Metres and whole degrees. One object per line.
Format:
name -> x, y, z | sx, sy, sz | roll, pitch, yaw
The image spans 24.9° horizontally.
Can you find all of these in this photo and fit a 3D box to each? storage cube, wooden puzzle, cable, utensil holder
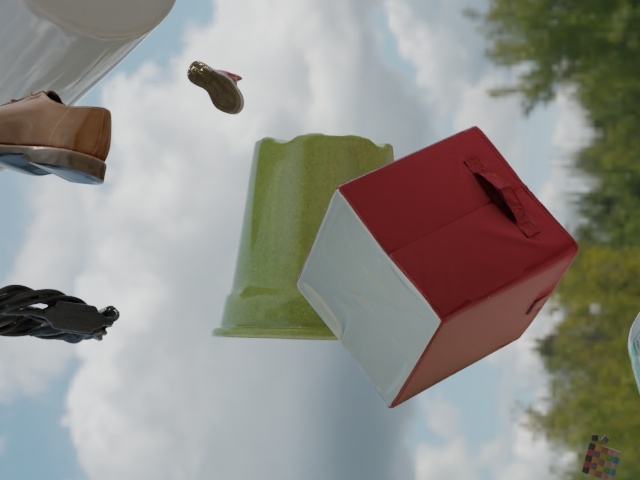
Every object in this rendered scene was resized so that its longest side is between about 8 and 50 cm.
storage cube -> 0.117, 0.030, 1.522 | 0.193, 0.184, 0.215 | -25, -24, -31
wooden puzzle -> 0.418, 0.328, 2.152 | 0.006, 0.049, 0.083 | -34, -42, -68
cable -> -0.327, 0.084, 1.634 | 0.150, 0.184, 0.047 | -18, 68, 60
utensil holder -> -0.411, -0.306, 1.878 | 0.327, 0.385, 0.328 | 20, -125, -32

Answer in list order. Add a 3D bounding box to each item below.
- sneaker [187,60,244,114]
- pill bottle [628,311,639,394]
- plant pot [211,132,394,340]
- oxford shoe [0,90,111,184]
sneaker -> -0.121, -0.197, 1.914 | 0.067, 0.118, 0.042 | 17, -70, -47
pill bottle -> 0.400, 0.210, 1.225 | 0.204, 0.204, 0.361 | 69, -169, -52
plant pot -> 0.000, 0.000, 1.841 | 0.276, 0.276, 0.254 | 14, -104, -73
oxford shoe -> -0.272, -0.102, 1.328 | 0.076, 0.212, 0.076 | 30, -107, -58
